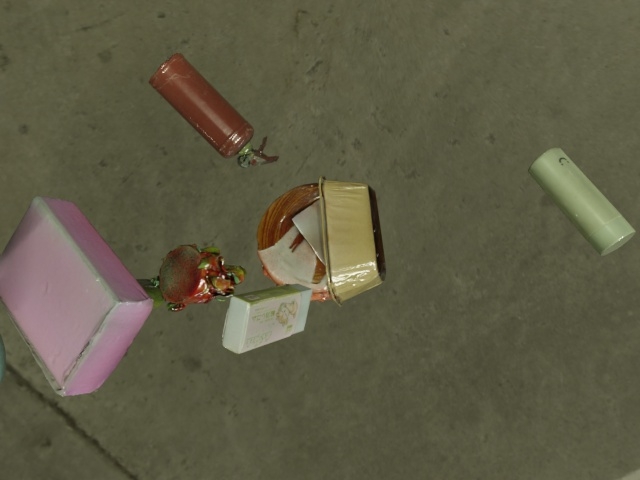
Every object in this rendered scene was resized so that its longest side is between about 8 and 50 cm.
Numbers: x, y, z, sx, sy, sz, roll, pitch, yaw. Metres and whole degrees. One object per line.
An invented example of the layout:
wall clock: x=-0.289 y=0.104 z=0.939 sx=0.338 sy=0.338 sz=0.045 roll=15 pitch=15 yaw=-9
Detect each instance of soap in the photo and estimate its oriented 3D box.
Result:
soap: x=-0.382 y=0.077 z=0.875 sx=0.259 sy=0.081 sz=0.181 roll=42 pitch=104 yaw=28

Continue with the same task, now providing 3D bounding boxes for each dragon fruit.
dragon fruit: x=-0.229 y=0.076 z=1.109 sx=0.175 sy=0.142 sz=0.138 roll=12 pitch=96 yaw=-25

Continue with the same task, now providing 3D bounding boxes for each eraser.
eraser: x=-0.036 y=0.054 z=0.422 sx=0.019 sy=0.083 sz=0.038 roll=16 pitch=101 yaw=29

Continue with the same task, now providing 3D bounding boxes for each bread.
bread: x=0.000 y=0.000 z=0.999 sx=0.212 sy=0.142 sz=0.224 roll=-7 pitch=72 yaw=7

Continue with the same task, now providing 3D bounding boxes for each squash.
squash: x=-0.446 y=0.136 z=1.269 sx=0.087 sy=0.331 sz=0.087 roll=2 pitch=96 yaw=17

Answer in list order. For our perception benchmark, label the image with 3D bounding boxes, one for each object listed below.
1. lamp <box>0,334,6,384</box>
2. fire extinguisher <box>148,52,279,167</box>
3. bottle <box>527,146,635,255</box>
lamp: x=-0.667 y=0.239 z=1.057 sx=0.209 sy=0.147 sz=0.283 roll=9 pitch=84 yaw=35
fire extinguisher: x=-0.238 y=-0.294 z=1.388 sx=0.337 sy=0.147 sz=0.106 roll=45 pitch=131 yaw=-12
bottle: x=0.460 y=-0.071 z=1.032 sx=0.072 sy=0.072 sz=0.201 roll=-42 pitch=64 yaw=20
